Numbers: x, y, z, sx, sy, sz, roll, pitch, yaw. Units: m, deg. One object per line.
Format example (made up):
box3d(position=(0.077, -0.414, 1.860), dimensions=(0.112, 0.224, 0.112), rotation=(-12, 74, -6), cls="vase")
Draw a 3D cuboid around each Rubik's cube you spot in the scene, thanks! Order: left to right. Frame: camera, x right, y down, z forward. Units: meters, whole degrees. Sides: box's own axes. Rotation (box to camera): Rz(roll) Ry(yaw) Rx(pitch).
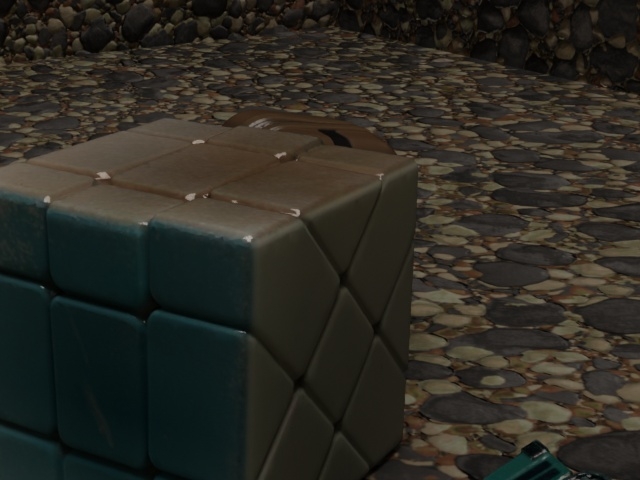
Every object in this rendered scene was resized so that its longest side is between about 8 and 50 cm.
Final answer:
box3d(position=(-0.114, 0.077, 1.194), dimensions=(0.315, 0.322, 0.318), rotation=(13, 21, 27), cls="Rubik's cube")

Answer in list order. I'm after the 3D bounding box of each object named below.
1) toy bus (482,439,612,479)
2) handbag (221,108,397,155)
box3d(position=(0.194, 0.270, 0.913), dimensions=(0.147, 0.128, 0.256), rotation=(-28, 29, -15), cls="toy bus")
box3d(position=(0.000, 0.000, 1.473), dimensions=(0.283, 0.302, 0.149), rotation=(-5, 21, -35), cls="handbag")
